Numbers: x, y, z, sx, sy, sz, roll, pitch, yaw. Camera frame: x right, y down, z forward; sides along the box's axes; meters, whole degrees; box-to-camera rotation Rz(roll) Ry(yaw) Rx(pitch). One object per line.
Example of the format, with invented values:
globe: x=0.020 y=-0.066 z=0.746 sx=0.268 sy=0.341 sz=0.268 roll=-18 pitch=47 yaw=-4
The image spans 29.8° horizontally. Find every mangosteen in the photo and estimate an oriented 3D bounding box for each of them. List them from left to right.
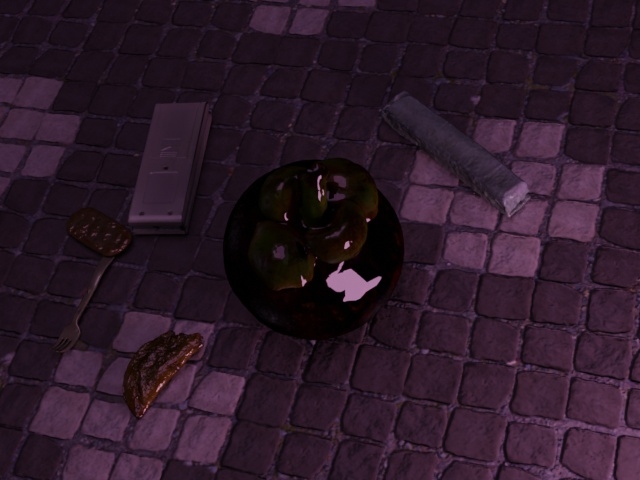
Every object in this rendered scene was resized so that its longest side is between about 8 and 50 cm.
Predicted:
mangosteen: x=-0.011 y=0.006 z=1.883 sx=0.311 sy=0.311 sz=0.311 roll=-6 pitch=53 yaw=8

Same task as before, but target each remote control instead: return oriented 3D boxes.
remote control: x=-0.271 y=-0.133 z=2.196 sx=0.103 sy=0.055 sz=0.277 roll=0 pitch=55 yaw=12

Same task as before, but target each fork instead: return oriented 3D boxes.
fork: x=-0.406 y=0.108 z=2.070 sx=0.034 sy=0.028 sz=0.219 roll=4 pitch=51 yaw=24

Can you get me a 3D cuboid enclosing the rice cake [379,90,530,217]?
rice cake: x=0.230 y=-0.158 z=2.105 sx=0.066 sy=0.063 sz=0.336 roll=-37 pitch=56 yaw=-15

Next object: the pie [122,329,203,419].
pie: x=-0.265 y=0.204 z=1.961 sx=0.092 sy=0.034 sz=0.170 roll=36 pitch=74 yaw=29

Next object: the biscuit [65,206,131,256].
biscuit: x=-0.398 y=-0.016 z=2.155 sx=0.147 sy=0.018 sz=0.071 roll=28 pitch=62 yaw=33
